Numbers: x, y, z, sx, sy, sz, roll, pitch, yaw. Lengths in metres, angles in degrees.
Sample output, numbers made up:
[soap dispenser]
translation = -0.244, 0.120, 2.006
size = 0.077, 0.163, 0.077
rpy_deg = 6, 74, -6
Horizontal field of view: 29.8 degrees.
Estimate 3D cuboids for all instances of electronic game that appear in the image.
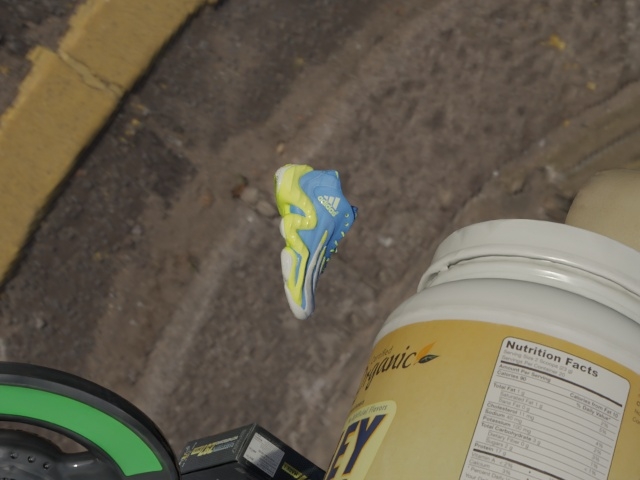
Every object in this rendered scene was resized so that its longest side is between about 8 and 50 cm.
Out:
[electronic game]
translation = -0.207, 0.163, 0.795
size = 0.229, 0.048, 0.229
rpy_deg = -2, 129, -2

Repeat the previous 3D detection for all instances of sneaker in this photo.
[sneaker]
translation = 0.000, 0.000, 1.834
size = 0.126, 0.091, 0.240
rpy_deg = -6, 97, -1

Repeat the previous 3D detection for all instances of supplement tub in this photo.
[supplement tub]
translation = 0.116, 0.167, 0.772
size = 0.228, 0.228, 0.316
rpy_deg = 48, 53, -37

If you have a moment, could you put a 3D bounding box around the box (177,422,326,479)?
[box]
translation = -0.049, 0.322, 1.496
size = 0.232, 0.183, 0.059
rpy_deg = 39, 58, -18

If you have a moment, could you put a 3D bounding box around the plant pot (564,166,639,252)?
[plant pot]
translation = 0.504, 0.026, 1.589
size = 0.256, 0.274, 0.256
rpy_deg = -1, 91, -39
